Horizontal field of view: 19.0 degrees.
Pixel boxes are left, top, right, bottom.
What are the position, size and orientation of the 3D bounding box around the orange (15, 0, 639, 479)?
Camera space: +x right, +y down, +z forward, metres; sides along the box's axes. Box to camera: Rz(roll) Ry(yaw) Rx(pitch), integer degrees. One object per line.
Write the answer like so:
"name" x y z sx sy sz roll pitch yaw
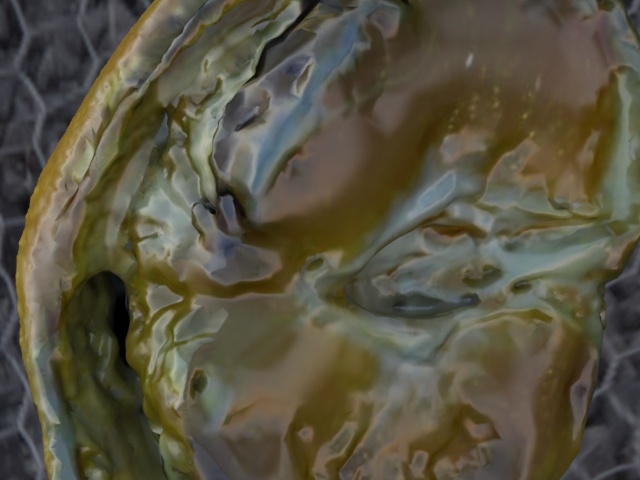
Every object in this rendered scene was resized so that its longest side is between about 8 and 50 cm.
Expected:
"orange" 0.000 0.000 0.450 0.170 0.112 0.160 -34 118 -12
